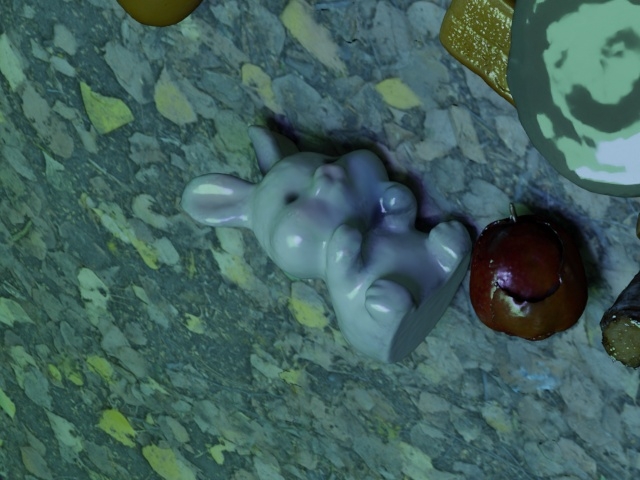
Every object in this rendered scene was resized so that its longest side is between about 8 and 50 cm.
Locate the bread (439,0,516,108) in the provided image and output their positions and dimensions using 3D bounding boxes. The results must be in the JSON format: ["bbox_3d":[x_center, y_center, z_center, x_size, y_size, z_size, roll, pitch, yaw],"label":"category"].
[{"bbox_3d":[0.229,-0.210,1.710,0.200,0.077,0.116,42,144,13],"label":"bread"}]

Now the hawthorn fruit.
[{"bbox_3d":[0.246,0.035,1.872,0.148,0.148,0.172,8,112,43],"label":"hawthorn fruit"}]

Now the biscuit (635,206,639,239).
[{"bbox_3d":[0.418,-0.026,1.614,0.181,0.049,0.208,5,171,-2],"label":"biscuit"}]

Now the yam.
[{"bbox_3d":[0.375,0.074,1.761,0.079,0.141,0.079,27,139,26],"label":"yam"}]

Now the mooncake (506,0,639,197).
[{"bbox_3d":[0.317,-0.173,1.551,0.275,0.135,0.275,7,105,28],"label":"mooncake"}]

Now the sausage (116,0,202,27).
[{"bbox_3d":[-0.148,-0.390,1.924,0.134,0.116,0.354,57,141,7],"label":"sausage"}]

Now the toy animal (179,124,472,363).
[{"bbox_3d":[0.005,-0.003,2.043,0.367,0.196,0.241,42,145,7],"label":"toy animal"}]
